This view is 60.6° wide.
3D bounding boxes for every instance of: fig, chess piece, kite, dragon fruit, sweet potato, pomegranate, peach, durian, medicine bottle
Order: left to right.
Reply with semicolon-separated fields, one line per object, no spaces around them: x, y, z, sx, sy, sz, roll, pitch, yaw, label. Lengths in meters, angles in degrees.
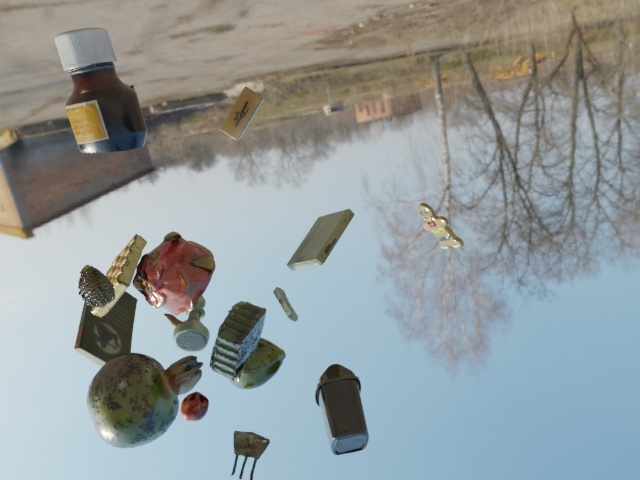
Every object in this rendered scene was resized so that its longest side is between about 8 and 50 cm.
-0.592;0.134;1.430;0.110;0.140;0.071;24;-129;26;durian
-0.734;-0.499;1.836;0.242;0.395;0.242;-7;-165;2;medicine bottle
-0.499;0.441;1.606;0.340;0.285;0.285;-28;-165;-5;pomegranate
-0.559;0.107;2.029;0.305;0.226;0.305;-29;-136;31;dragon fruit
-0.676;0.428;2.722;0.264;0.057;0.057;21;-155;16;sweet potato
-0.440;0.578;1.909;0.100;0.101;0.101;-11;-166;3;peach
-0.494;0.297;2.160;0.139;0.139;0.272;-11;-142;6;chess piece
-0.260;0.764;1.951;0.141;0.015;0.245;11;-162;0;kite
-0.245;0.451;2.059;0.225;0.203;0.203;-7;-169;-21;fig

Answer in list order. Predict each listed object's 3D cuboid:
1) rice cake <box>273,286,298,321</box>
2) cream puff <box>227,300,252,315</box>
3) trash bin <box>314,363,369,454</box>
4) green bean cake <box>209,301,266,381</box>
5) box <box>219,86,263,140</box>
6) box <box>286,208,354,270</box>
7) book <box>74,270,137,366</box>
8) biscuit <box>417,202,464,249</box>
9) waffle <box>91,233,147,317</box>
-0.139;0.257;2.210;0.034;0.043;0.211;-51;-144;8;rice cake
-0.320;0.307;2.188;0.104;0.133;0.119;-5;173;27;cream puff
0.081;0.634;2.067;0.182;0.209;0.290;-8;-131;-7;trash bin
-0.238;0.283;1.575;0.094;0.173;0.181;22;-146;8;green bean cake
-0.245;-0.399;1.723;0.070;0.152;0.237;31;-172;-13;box
0.000;0.000;2.076;0.211;0.045;0.270;-15;-146;48;box
-0.839;0.324;2.169;0.043;0.260;0.371;-23;-135;15;book
0.478;-0.053;2.242;0.035;0.240;0.158;-44;-173;-23;biscuit
-0.719;0.126;1.958;0.221;0.055;0.248;-42;-150;32;waffle
